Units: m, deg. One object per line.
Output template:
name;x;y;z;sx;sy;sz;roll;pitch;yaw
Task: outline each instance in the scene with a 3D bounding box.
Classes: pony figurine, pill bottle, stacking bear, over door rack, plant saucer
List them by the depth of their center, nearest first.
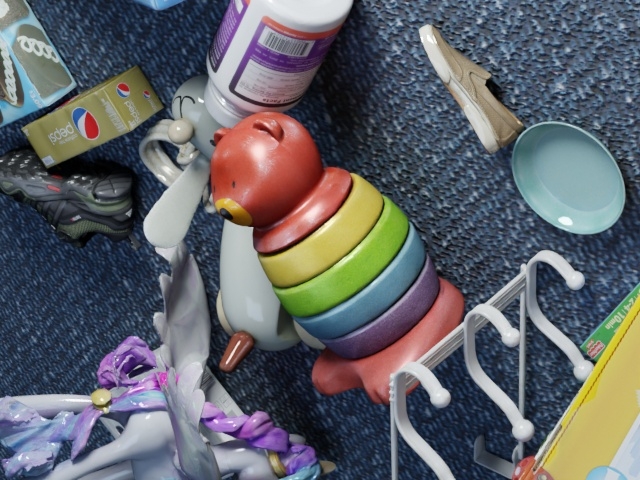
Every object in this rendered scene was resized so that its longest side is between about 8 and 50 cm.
plant saucer;0.234;-0.062;1.584;0.119;0.021;0.119;24;135;27
pill bottle;-0.049;-0.192;1.669;0.108;0.108;0.193;42;140;8
stacking bear;0.000;0.000;1.686;0.289;0.164;0.175;51;158;-20
over door rack;0.159;0.193;1.693;0.108;0.239;0.324;34;138;25
pony figurine;-0.190;0.219;1.985;0.363;0.303;0.351;-14;132;6

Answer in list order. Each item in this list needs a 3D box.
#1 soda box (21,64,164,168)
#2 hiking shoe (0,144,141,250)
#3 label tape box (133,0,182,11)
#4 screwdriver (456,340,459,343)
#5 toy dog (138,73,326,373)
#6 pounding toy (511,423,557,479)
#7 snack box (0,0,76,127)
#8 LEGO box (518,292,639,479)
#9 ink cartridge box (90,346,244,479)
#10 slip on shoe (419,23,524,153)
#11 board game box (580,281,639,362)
soda box;-0.260;-0.139;1.942;0.181;0.061;0.058;-17;109;48
hiking shoe;-0.317;-0.042;2.053;0.226;0.086;0.114;14;126;34
label tape box;-0.231;-0.382;1.666;0.333;0.106;0.241;29;141;49
screwdriver;0.084;0.116;1.864;0.170;0.025;0.024;-2;120;44
toy dog;-0.100;0.006;1.834;0.334;0.161;0.220;53;140;-5
pounding toy;0.272;0.254;1.640;0.183;0.110;0.237;-46;51;17
snack box;-0.433;-0.282;1.985;0.187;0.060;0.322;-16;109;47
LEGO box;0.456;0.207;1.373;0.500;0.193;0.372;37;121;17
ink cartridge box;-0.187;0.233;2.189;0.181;0.056;0.224;52;145;-5
slip on shoe;0.140;-0.147;1.589;0.041;0.051;0.135;-32;90;11
board game box;0.366;0.122;1.598;0.211;0.039;0.160;41;140;8
